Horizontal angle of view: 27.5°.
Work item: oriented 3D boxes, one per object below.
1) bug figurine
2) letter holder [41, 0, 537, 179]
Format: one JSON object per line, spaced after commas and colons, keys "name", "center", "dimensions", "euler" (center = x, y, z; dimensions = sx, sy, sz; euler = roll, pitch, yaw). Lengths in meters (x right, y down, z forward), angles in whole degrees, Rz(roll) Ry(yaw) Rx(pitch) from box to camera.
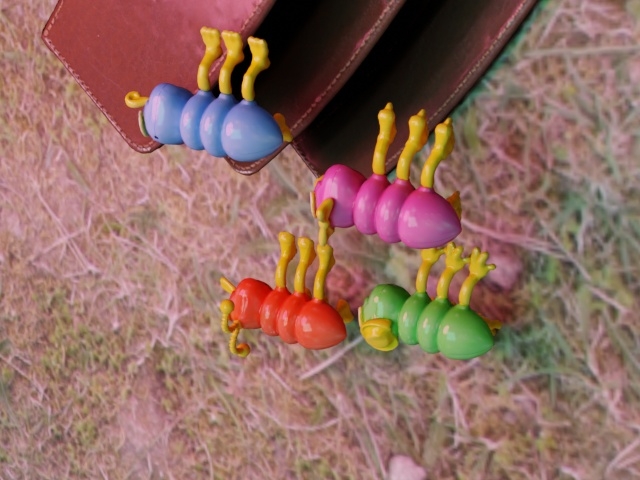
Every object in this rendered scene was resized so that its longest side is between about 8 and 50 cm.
{"name": "bug figurine", "center": [0.000, 0.000, 0.810], "dimensions": [0.216, 0.072, 0.279], "euler": [12, 146, 25]}
{"name": "letter holder", "center": [-0.004, -0.167, 0.806], "dimensions": [0.214, 0.152, 0.302], "euler": [51, 129, 15]}
